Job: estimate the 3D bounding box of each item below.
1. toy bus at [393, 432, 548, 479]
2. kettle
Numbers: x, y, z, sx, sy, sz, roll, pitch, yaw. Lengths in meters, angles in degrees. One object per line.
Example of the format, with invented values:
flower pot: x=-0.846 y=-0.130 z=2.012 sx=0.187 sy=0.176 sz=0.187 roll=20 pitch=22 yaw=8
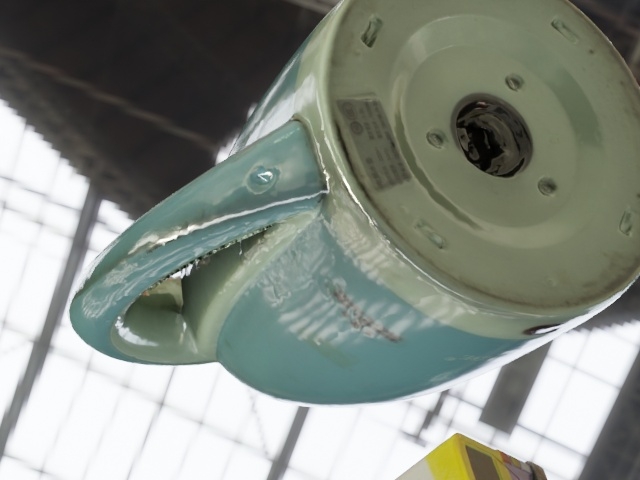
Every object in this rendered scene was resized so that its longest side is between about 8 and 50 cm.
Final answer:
toy bus: x=0.029 y=0.114 z=0.620 sx=0.058 sy=0.102 sz=0.052 roll=29 pitch=-149 yaw=-39
kettle: x=0.000 y=0.000 z=1.229 sx=0.320 sy=0.342 sz=0.247 roll=-2 pitch=-112 yaw=-32
